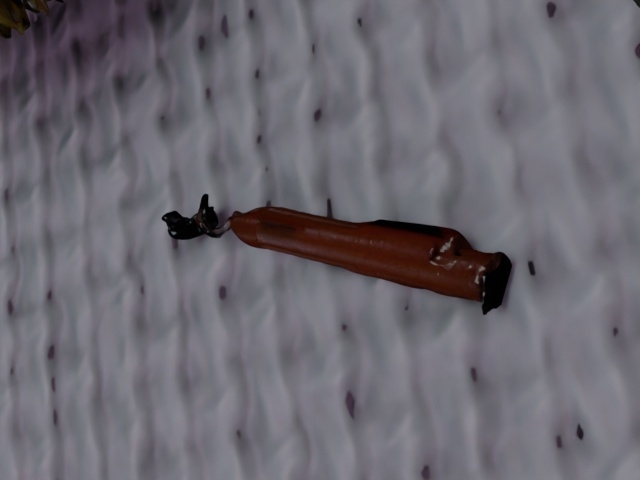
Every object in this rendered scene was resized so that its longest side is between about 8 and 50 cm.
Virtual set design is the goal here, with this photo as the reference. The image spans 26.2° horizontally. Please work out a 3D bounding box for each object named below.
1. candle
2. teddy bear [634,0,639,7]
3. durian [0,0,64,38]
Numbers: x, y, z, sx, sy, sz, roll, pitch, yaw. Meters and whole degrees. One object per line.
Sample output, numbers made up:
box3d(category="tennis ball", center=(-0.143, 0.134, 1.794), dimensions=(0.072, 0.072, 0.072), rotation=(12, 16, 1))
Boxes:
box3d(category="candle", center=(0.000, -0.001, 0.529), dimensions=(0.167, 0.021, 0.026), rotation=(12, 107, 42))
box3d(category="teddy bear", center=(0.126, -0.164, 0.382), dimensions=(0.171, 0.144, 0.251), rotation=(-28, 58, 50))
box3d(category="durian", center=(-0.188, -0.192, 0.609), dimensions=(0.293, 0.258, 0.258), rotation=(3, 81, 58))
